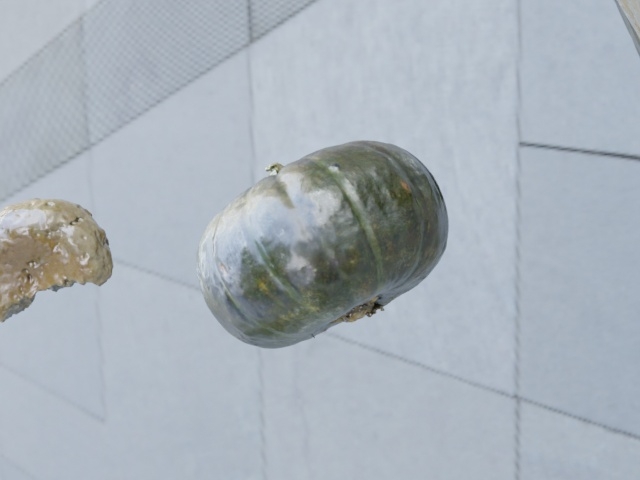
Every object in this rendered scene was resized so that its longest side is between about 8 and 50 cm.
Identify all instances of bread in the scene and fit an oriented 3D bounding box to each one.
[{"bbox_3d":[-0.215,0.007,0.986,0.060,0.113,0.082,-80,-29,-68],"label":"bread"}]

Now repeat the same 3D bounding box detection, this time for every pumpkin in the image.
[{"bbox_3d":[0.000,0.000,1.117,0.157,0.224,0.224,59,142,8],"label":"pumpkin"}]

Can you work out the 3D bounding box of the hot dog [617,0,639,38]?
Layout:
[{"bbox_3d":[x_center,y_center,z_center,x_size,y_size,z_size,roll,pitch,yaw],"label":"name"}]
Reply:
[{"bbox_3d":[0.232,-0.220,0.921,0.270,0.082,0.162,55,-173,-11],"label":"hot dog"}]

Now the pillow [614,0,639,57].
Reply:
[{"bbox_3d":[0.435,-0.214,1.482,0.208,0.052,0.212,61,163,-16],"label":"pillow"}]
